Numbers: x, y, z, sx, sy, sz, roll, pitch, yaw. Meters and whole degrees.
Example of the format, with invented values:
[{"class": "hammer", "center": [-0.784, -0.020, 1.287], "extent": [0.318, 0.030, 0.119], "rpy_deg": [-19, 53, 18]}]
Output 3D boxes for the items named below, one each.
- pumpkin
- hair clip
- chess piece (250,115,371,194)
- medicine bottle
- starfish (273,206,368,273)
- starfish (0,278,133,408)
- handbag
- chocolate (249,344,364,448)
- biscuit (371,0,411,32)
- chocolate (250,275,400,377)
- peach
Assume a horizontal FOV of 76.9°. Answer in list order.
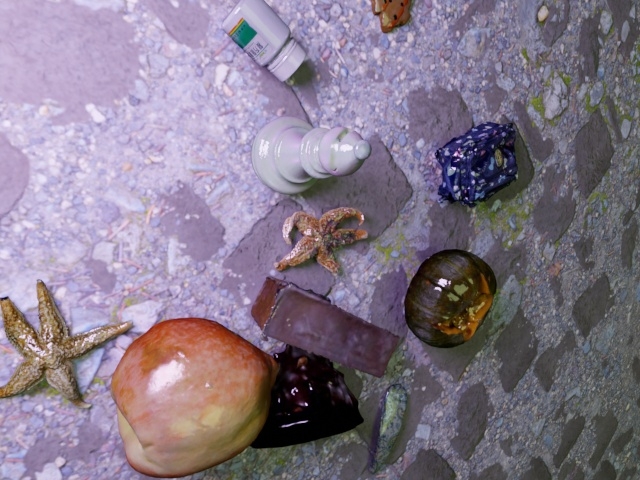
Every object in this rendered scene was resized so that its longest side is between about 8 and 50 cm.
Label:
[{"class": "pumpkin", "center": [0.293, 0.130, 0.929], "extent": [0.237, 0.159, 0.238], "rpy_deg": [-24, 131, -30]}, {"class": "hair clip", "center": [0.163, 0.464, 0.981], "extent": [0.065, 0.036, 0.230], "rpy_deg": [17, 90, -25]}, {"class": "chess piece", "center": [-0.006, -0.140, 0.642], "extent": [0.138, 0.271, 0.139], "rpy_deg": [-5, 100, -29]}, {"class": "medicine bottle", "center": [-0.091, -0.336, 0.670], "extent": [0.130, 0.080, 0.080], "rpy_deg": [39, 79, -29]}, {"class": "starfish", "center": [-0.004, 0.000, 0.809], "extent": [0.209, 0.053, 0.150], "rpy_deg": [-34, 101, -16]}, {"class": "starfish", "center": [-0.396, 0.167, 0.608], "extent": [0.216, 0.050, 0.224], "rpy_deg": [-28, 117, -31]}, {"class": "handbag", "center": [0.380, -0.178, 0.954], "extent": [0.260, 0.113, 0.162], "rpy_deg": [-27, 118, -31]}, {"class": "chocolate", "center": [-0.044, 0.291, 0.795], "extent": [0.224, 0.206, 0.177], "rpy_deg": [23, 42, -40]}, {"class": "biscuit", "center": [0.136, -0.492, 0.811], "extent": [0.129, 0.019, 0.120], "rpy_deg": [35, 81, -29]}, {"class": "chocolate", "center": [0.007, 0.168, 0.799], "extent": [0.321, 0.111, 0.112], "rpy_deg": [29, 85, -32]}, {"class": "peach", "center": [-0.184, 0.235, 0.639], "extent": [0.256, 0.232, 0.233], "rpy_deg": [-16, 106, -36]}]
